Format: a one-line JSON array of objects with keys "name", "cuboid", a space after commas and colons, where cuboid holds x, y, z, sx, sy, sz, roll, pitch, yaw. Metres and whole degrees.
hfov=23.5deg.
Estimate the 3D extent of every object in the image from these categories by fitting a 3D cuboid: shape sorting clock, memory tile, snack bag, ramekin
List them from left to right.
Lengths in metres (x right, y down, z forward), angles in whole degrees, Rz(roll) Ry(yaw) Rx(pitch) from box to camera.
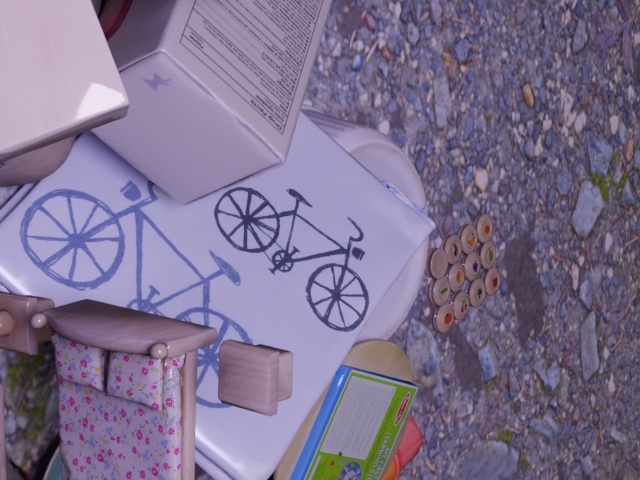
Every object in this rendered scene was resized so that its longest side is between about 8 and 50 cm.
[{"name": "snack bag", "cuboid": [-0.095, -0.002, 1.364, 0.323, 0.037, 0.342, 41, 60, -9]}, {"name": "ramekin", "cuboid": [0.000, 0.000, 1.551, 0.273, 0.127, 0.272, -13, 106, -51]}, {"name": "shape sorting clock", "cuboid": [0.023, 0.193, 1.532, 0.206, 0.040, 0.206, -25, 126, -39]}, {"name": "memory tile", "cuboid": [0.176, 0.039, 1.882, 0.148, 0.012, 0.113, -33, 121, -45]}]

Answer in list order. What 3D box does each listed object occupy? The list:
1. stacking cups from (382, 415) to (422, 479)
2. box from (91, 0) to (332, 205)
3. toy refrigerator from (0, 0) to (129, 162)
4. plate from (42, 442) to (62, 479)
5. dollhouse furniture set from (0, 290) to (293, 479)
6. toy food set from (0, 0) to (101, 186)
[{"name": "stacking cups", "cuboid": [-0.003, 0.273, 1.640, 0.316, 0.096, 0.096, -37, 124, -50]}, {"name": "box", "cuboid": [-0.094, -0.172, 1.294, 0.148, 0.127, 0.232, 41, 46, -30]}, {"name": "toy refrigerator", "cuboid": [-0.224, -0.195, 1.029, 0.102, 0.094, 0.269, -22, 91, -9]}, {"name": "plate", "cuboid": [-0.198, 0.240, 1.416, 0.188, 0.024, 0.188, -11, 104, -52]}, {"name": "dollhouse furniture set", "cuboid": [-0.208, 0.208, 1.125, 0.174, 0.356, 0.303, -11, 105, -51]}, {"name": "toy food set", "cuboid": [-0.245, -0.204, 1.193, 0.220, 0.092, 0.306, 47, 52, -79]}]
